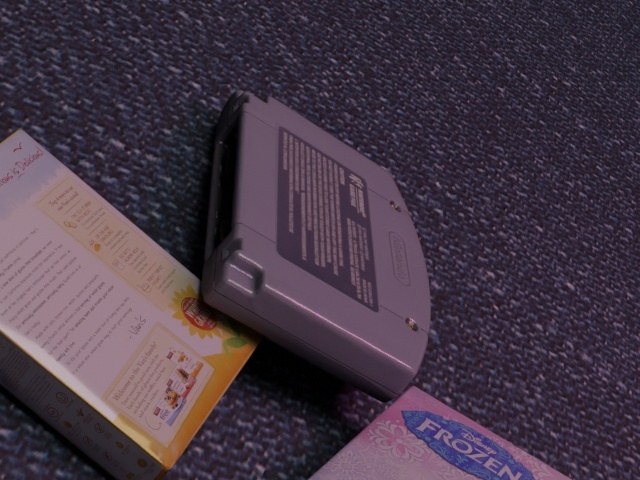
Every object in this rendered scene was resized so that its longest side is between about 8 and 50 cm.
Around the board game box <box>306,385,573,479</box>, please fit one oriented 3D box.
[{"bbox_3d":[0.116,0.253,0.808,0.318,0.066,0.318,29,29,18],"label":"board game box"}]

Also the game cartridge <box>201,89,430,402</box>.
[{"bbox_3d":[0.000,0.000,1.041,0.198,0.062,0.297,35,26,-22],"label":"game cartridge"}]

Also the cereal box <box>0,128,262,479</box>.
[{"bbox_3d":[-0.170,0.044,0.874,0.240,0.047,0.173,40,34,-2],"label":"cereal box"}]
